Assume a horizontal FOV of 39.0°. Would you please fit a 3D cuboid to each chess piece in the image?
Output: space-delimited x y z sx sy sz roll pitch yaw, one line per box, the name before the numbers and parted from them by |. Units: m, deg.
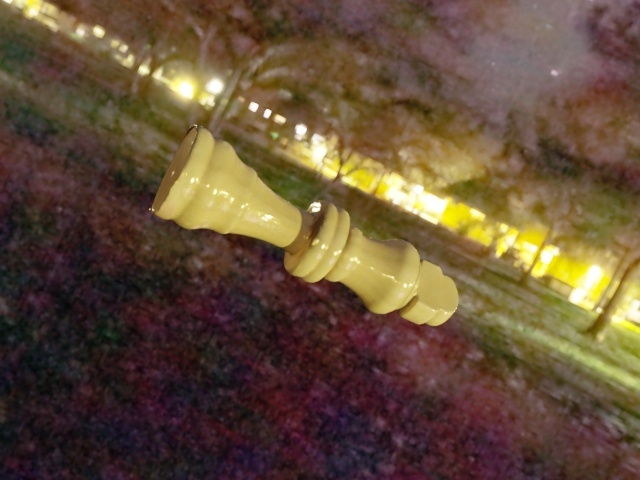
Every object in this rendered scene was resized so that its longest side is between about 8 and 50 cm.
chess piece | 0.000 0.000 1.091 0.397 0.117 0.117 26 5 -18
